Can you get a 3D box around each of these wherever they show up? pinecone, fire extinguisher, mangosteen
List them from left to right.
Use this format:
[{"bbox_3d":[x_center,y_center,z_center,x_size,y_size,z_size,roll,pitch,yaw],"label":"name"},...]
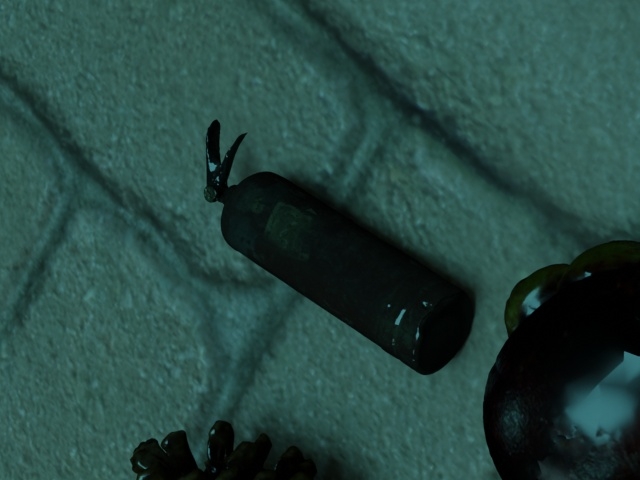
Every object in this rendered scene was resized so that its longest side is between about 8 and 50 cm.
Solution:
[{"bbox_3d":[-0.074,0.237,1.365,0.185,0.168,0.212,-51,47,-5],"label":"pinecone"},{"bbox_3d":[0.000,0.000,1.348,0.268,0.072,0.089,33,120,31],"label":"fire extinguisher"},{"bbox_3d":[0.202,0.100,1.129,0.210,0.210,0.209,4,96,38],"label":"mangosteen"}]
